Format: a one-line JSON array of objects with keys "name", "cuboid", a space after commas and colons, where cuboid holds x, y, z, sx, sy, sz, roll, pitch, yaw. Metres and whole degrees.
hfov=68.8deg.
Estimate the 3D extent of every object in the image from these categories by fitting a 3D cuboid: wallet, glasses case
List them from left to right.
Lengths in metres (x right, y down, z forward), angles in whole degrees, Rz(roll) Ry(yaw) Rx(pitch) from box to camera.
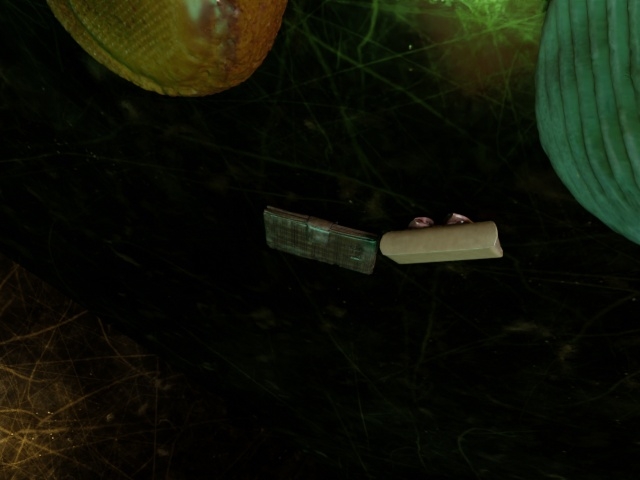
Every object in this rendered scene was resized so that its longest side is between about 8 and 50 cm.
[{"name": "wallet", "cuboid": [0.000, 0.000, 0.927, 0.230, 0.042, 0.124, 17, 146, 10]}, {"name": "glasses case", "cuboid": [0.213, -0.003, 0.805, 0.193, 0.070, 0.102, -6, 162, 30]}]

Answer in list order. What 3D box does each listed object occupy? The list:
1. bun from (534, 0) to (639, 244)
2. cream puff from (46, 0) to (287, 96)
[{"name": "bun", "cuboid": [0.347, -0.144, 0.359, 0.211, 0.362, 0.362, -10, 145, -15]}, {"name": "cream puff", "cuboid": [-0.163, -0.309, 0.503, 0.303, 0.212, 0.303, 22, 143, 17]}]
